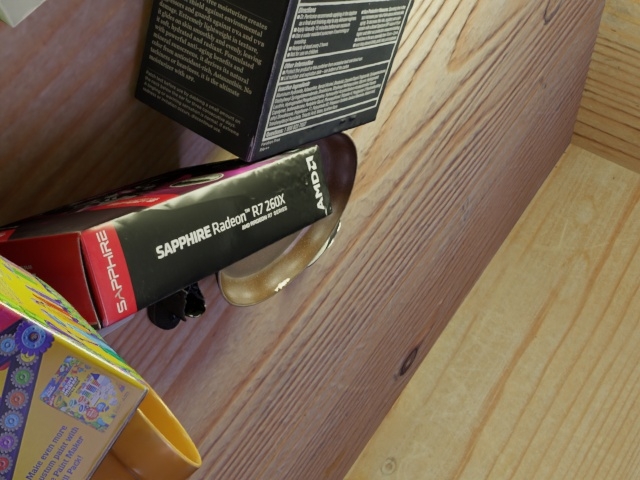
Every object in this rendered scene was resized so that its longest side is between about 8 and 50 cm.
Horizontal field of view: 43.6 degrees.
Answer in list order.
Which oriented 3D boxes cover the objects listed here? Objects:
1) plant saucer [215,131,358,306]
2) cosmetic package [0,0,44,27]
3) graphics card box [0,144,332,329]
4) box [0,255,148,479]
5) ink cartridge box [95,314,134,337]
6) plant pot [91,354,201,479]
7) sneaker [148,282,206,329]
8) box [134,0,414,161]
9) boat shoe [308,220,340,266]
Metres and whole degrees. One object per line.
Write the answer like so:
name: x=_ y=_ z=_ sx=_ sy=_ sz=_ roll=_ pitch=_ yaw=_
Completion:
plant saucer: x=-0.058 y=-0.040 z=1.213 sx=0.310 sy=0.050 sz=0.311 roll=-44 pitch=156 yaw=-25
cosmetic package: x=-0.271 y=-0.261 z=0.536 sx=0.060 sy=0.098 sz=0.239 roll=-49 pitch=155 yaw=-19
graphics card box: x=-0.180 y=-0.011 z=0.853 sx=0.371 sy=0.232 sz=0.094 roll=-27 pitch=107 yaw=-52
box: x=-0.299 y=0.050 z=0.461 sx=0.279 sy=0.290 sz=0.177 roll=39 pitch=79 yaw=-30
ink cartridge box: x=-0.303 y=0.105 z=0.824 sx=0.145 sy=0.179 sz=0.045 roll=-38 pitch=111 yaw=-65
plant pot: x=-0.292 y=0.278 z=1.046 sx=0.188 sy=0.205 sz=0.205 roll=-40 pitch=154 yaw=-8
sneaker: x=-0.200 y=0.091 z=1.127 sx=0.051 sy=0.089 sz=0.170 roll=-46 pitch=154 yaw=-31
box: x=-0.028 y=-0.282 z=0.916 sx=0.296 sy=0.182 sz=0.294 roll=-28 pitch=143 yaw=-55
boat shoe: x=0.000 y=0.000 z=1.511 sx=0.125 sy=0.046 sz=0.038 roll=-63 pitch=155 yaw=-16
